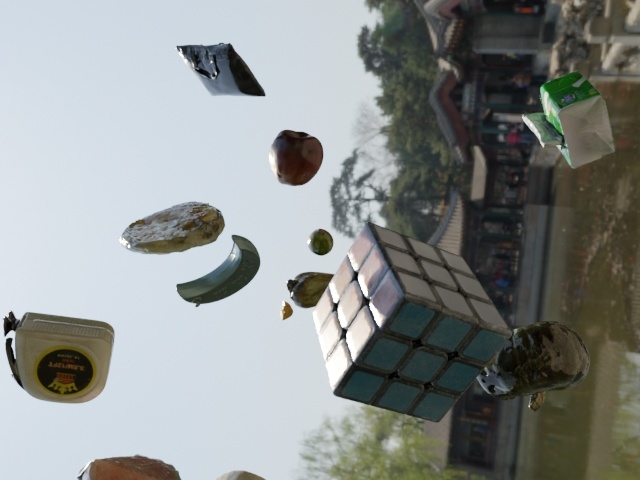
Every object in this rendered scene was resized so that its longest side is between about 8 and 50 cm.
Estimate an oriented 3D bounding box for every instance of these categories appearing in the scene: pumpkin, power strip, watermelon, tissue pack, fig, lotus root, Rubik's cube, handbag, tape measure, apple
[{"bbox_3d":[0.617,0.351,1.678,0.232,0.324,0.242,143,119,-64],"label":"pumpkin"},{"bbox_3d":[-0.253,0.091,1.543,0.167,0.253,0.054,24,-151,-54],"label":"power strip"},{"bbox_3d":[-0.468,0.666,1.465,0.283,0.250,0.293,-36,-23,-16],"label":"watermelon"},{"bbox_3d":[0.568,-0.277,1.402,0.148,0.156,0.209,61,-160,-24],"label":"tissue pack"},{"bbox_3d":[0.000,0.000,1.653,0.088,0.073,0.074,93,-168,-54],"label":"fig"},{"bbox_3d":[0.002,0.136,1.699,0.094,0.190,0.108,68,-160,-56],"label":"lotus root"},{"bbox_3d":[0.194,0.186,1.393,0.305,0.300,0.304,-60,24,26],"label":"Rubik's cube"},{"bbox_3d":[-0.314,-0.531,1.881,0.089,0.254,0.211,-61,-38,-22],"label":"handbag"},{"bbox_3d":[-0.686,0.308,1.564,0.133,0.270,0.232,-123,47,-63],"label":"tape measure"},{"bbox_3d":[-0.074,-0.244,1.820,0.147,0.156,0.158,44,128,53],"label":"apple"}]

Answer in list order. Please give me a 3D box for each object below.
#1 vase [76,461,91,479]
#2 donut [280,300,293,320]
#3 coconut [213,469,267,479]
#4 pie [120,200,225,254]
[{"bbox_3d":[-0.620,0.741,1.772,0.211,0.060,0.060,48,-147,-12],"label":"vase"},{"bbox_3d":[-0.146,0.281,2.452,0.083,0.067,0.038,54,-165,-45],"label":"donut"},{"bbox_3d":[-0.247,0.866,1.875,0.329,0.328,0.329,6,-90,-74],"label":"coconut"},{"bbox_3d":[-0.451,-0.033,1.846,0.339,0.338,0.077,-56,-38,-58],"label":"pie"}]
